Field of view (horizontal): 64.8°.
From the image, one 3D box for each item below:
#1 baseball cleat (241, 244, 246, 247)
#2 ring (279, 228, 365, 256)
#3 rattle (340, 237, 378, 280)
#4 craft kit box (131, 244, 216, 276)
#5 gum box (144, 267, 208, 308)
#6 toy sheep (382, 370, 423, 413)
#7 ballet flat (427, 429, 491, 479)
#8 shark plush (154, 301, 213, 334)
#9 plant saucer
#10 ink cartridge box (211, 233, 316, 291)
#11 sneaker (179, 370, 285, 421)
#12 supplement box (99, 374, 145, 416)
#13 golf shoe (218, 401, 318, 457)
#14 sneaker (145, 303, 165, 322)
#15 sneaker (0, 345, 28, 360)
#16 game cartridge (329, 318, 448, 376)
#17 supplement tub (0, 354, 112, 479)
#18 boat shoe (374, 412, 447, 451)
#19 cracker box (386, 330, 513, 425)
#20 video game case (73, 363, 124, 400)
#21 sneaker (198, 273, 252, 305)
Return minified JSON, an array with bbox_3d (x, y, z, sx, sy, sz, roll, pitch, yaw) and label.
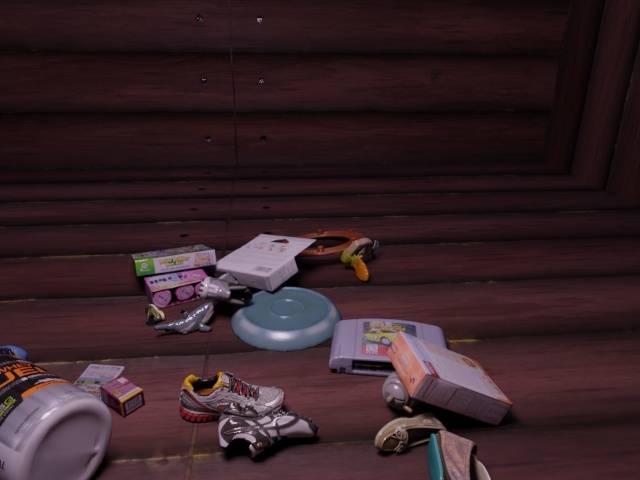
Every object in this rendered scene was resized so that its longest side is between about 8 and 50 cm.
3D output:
[{"bbox_3d":[-0.190,0.042,1.797,0.205,0.072,0.109,20,29,37],"label":"baseball cleat"},{"bbox_3d":[0.000,0.000,1.877,0.336,0.032,0.336,-6,14,2],"label":"ring"},{"bbox_3d":[0.175,0.068,1.755,0.142,0.130,0.199,31,9,34],"label":"rattle"},{"bbox_3d":[-0.492,0.062,1.673,0.246,0.061,0.249,-12,8,-22],"label":"craft kit box"},{"bbox_3d":[-0.434,0.142,1.552,0.188,0.062,0.107,-11,25,-28],"label":"gum box"},{"bbox_3d":[0.179,0.326,1.094,0.091,0.091,0.132,15,8,31],"label":"toy sheep"},{"bbox_3d":[0.235,0.432,0.817,0.106,0.108,0.316,11,25,6],"label":"ballet flat"},{"bbox_3d":[-0.371,0.213,1.374,0.161,0.067,0.073,-7,24,-18],"label":"shark plush"},{"bbox_3d":[-0.096,0.207,1.434,0.317,0.044,0.318,1,23,0],"label":"plant saucer"},{"bbox_3d":[-0.179,0.064,1.646,0.275,0.060,0.238,6,30,40],"label":"ink cartridge box"},{"bbox_3d":[-0.187,0.329,1.062,0.225,0.093,0.088,1,21,-3],"label":"sneaker"},{"bbox_3d":[-0.432,0.338,1.098,0.083,0.043,0.055,18,28,34],"label":"supplement box"},{"bbox_3d":[-0.104,0.381,0.988,0.198,0.077,0.094,10,53,-7],"label":"golf shoe"},{"bbox_3d":[-0.478,0.207,1.434,0.083,0.031,0.035,18,28,36],"label":"sneaker"},{"bbox_3d":[-0.801,0.296,1.183,0.209,0.069,0.082,-12,-9,-7],"label":"sneaker"},{"bbox_3d":[0.174,0.269,1.281,0.293,0.060,0.196,3,18,5],"label":"game cartridge"},{"bbox_3d":[-0.557,0.328,0.921,0.315,0.194,0.193,12,25,27],"label":"supplement tub"},{"bbox_3d":[0.178,0.384,0.994,0.152,0.056,0.048,-3,17,-28],"label":"boat shoe"},{"bbox_3d":[0.271,0.293,1.077,0.232,0.067,0.156,24,15,-20],"label":"cracker box"},{"bbox_3d":[-0.520,0.328,1.162,0.087,0.011,0.122,3,22,5],"label":"video game case"},{"bbox_3d":[-0.251,0.153,1.467,0.132,0.086,0.228,12,2,12],"label":"sneaker"}]
